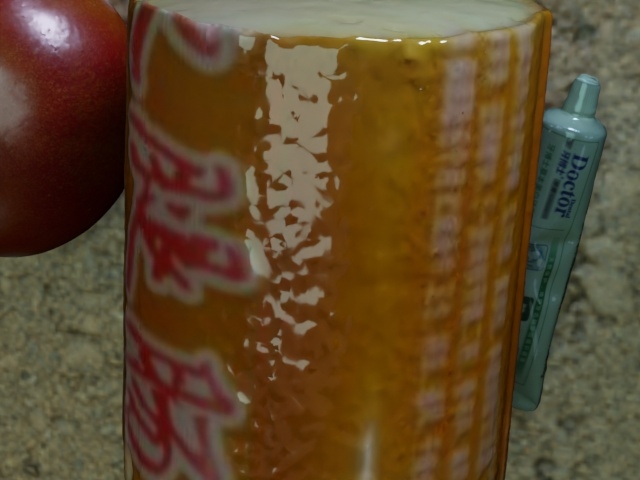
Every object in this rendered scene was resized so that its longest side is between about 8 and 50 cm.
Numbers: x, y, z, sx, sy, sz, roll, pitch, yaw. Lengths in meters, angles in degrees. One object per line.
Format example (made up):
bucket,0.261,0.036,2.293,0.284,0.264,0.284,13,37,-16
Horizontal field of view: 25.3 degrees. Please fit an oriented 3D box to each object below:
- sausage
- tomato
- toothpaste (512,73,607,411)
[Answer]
sausage,0.000,0.000,0.804,0.233,0.233,0.287,9,106,14
tomato,-0.202,-0.083,0.890,0.195,0.136,0.195,4,106,15
toothpaste,0.131,0.003,0.870,0.064,0.041,0.218,16,112,6
